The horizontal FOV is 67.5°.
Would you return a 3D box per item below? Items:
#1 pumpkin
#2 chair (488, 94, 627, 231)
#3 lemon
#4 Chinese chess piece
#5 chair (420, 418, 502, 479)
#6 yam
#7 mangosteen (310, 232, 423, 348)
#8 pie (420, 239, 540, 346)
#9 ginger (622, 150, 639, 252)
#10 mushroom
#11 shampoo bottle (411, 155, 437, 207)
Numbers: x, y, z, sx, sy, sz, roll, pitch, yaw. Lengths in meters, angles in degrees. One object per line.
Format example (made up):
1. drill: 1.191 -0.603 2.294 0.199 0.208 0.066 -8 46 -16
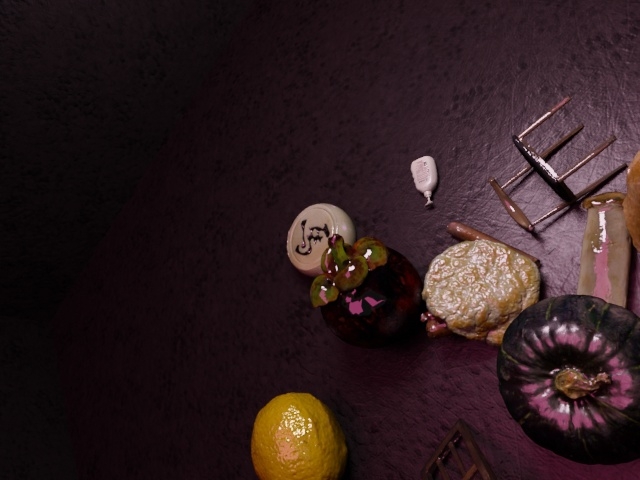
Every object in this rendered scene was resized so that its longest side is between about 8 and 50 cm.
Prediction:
1. pumpkin: 0.510 0.266 0.939 0.323 0.241 0.324 -1 88 42
2. chair: 0.541 -0.170 1.141 0.272 0.166 0.188 -42 51 21
3. lemon: -0.058 0.575 1.319 0.268 0.268 0.322 -51 51 14
4. Chinese chess piece: 0.000 0.000 1.593 0.250 0.101 0.251 -16 64 37
5. chair: 0.384 0.605 0.994 0.240 0.416 0.203 32 99 -2
6. yam: 0.439 0.012 1.245 0.263 0.046 0.046 33 96 42
7. mangosteen: 0.128 0.138 1.293 0.310 0.311 0.312 -16 64 36
8. pie: 0.388 0.126 1.176 0.274 0.105 0.258 4 82 21
9. ginger: 0.710 -0.067 0.927 0.276 0.130 0.221 56 147 17
10. mushroom: 0.625 0.043 1.054 0.099 0.081 0.313 -1 78 46
11. shampoo bottle: 0.315 -0.172 1.421 0.077 0.045 0.152 -22 59 31
